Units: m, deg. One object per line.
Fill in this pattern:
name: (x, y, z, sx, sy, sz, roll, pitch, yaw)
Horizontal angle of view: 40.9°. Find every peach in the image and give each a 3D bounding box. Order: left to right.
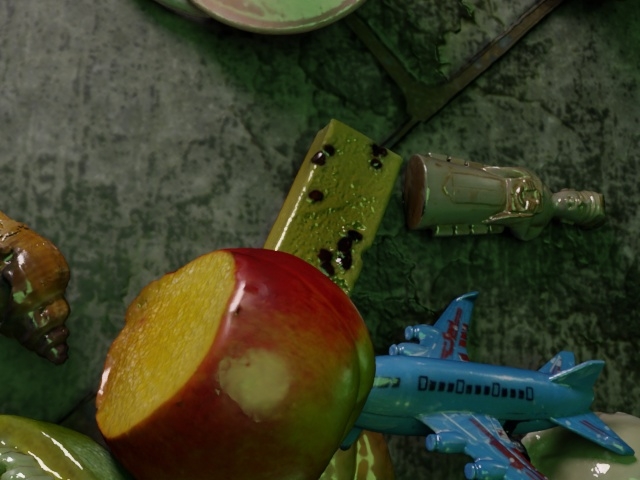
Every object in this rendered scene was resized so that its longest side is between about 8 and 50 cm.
peach: (-0.065, 0.089, 0.589, 0.192, 0.190, 0.190, 23, 72, 9)

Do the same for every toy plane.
toy plane: (0.121, 0.135, 0.721, 0.271, 0.105, 0.254, -1, 38, -15)

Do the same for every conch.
conch: (-0.272, 0.008, 0.680, 0.232, 0.086, 0.080, 37, 111, 6)

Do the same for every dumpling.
dumpling: (0.253, 0.210, 0.779, 0.199, 0.136, 0.118, -5, 122, -22)

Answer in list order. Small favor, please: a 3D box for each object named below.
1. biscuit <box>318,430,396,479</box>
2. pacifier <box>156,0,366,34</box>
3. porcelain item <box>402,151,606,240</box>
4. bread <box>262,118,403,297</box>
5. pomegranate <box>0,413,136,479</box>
biscuit: (-0.033, 0.158, 0.738, 0.299, 0.045, 0.154, 45, 69, -5)
pacifier: (-0.063, -0.341, 0.739, 0.220, 0.273, 0.332, -34, 94, -35)
porcelain item: (0.188, -0.038, 0.839, 0.213, 0.054, 0.084, 5, 79, -17)
bread: (0.000, 0.000, 0.754, 0.088, 0.049, 0.226, 30, 59, -14)
pomegranate: (-0.237, 0.223, 0.573, 0.260, 0.260, 0.341, -25, 58, -20)
